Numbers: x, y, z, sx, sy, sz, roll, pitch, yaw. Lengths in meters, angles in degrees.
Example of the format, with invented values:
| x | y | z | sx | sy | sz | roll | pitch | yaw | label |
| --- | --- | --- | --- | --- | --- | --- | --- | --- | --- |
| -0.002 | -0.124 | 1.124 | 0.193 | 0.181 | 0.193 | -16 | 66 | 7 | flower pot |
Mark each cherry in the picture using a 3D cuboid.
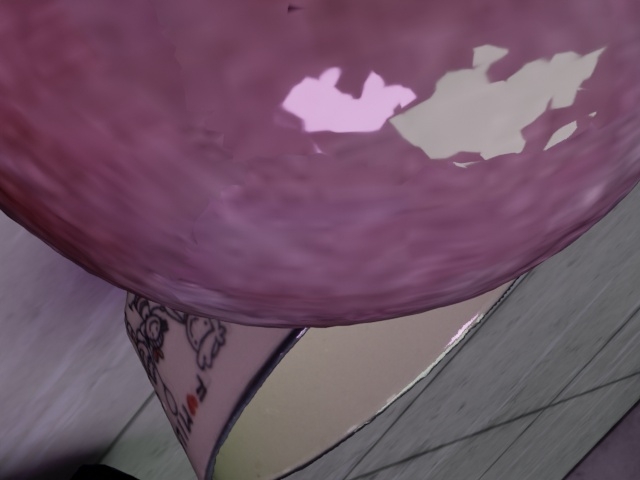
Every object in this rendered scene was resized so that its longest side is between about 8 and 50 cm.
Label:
| x | y | z | sx | sy | sz | roll | pitch | yaw | label |
| --- | --- | --- | --- | --- | --- | --- | --- | --- | --- |
| -0.011 | -0.094 | 0.414 | 0.213 | 0.236 | 0.285 | -6 | 159 | -17 | cherry |

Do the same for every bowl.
| x | y | z | sx | sy | sz | roll | pitch | yaw | label |
| --- | --- | --- | --- | --- | --- | --- | --- | --- | --- |
| 0.000 | 0.000 | 0.826 | 0.238 | 0.126 | 0.238 | -37 | 160 | -16 | bowl |

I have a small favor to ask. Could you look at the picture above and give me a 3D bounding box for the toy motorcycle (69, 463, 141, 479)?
| x | y | z | sx | sy | sz | roll | pitch | yaw | label |
| --- | --- | --- | --- | --- | --- | --- | --- | --- | --- |
| -0.145 | 0.206 | 0.930 | 0.125 | 0.196 | 0.331 | -50 | 148 | 17 | toy motorcycle |
